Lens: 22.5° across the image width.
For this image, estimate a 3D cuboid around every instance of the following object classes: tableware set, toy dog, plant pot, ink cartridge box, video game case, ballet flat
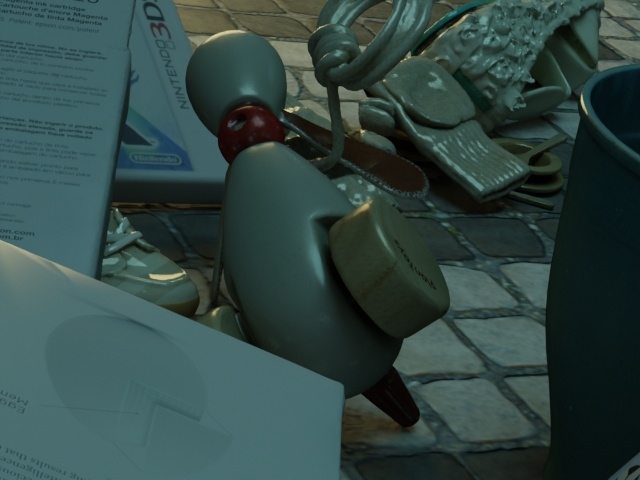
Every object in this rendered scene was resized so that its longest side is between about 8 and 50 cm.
[{"bbox_3d":[0.133,-0.091,1.483,0.194,0.039,0.128,15,24,4],"label":"tableware set"},{"bbox_3d":[0.000,0.000,1.062,0.220,0.161,0.334,-16,46,28],"label":"toy dog"},{"bbox_3d":[0.252,0.064,0.947,0.271,0.255,0.271,10,24,-5],"label":"plant pot"},{"bbox_3d":[-0.296,-0.071,1.072,0.324,0.071,0.330,7,40,-5],"label":"ink cartridge box"},{"bbox_3d":[-0.250,-0.154,1.275,0.329,0.036,0.300,0,51,-31],"label":"video game case"},{"bbox_3d":[0.218,-0.198,1.694,0.147,0.147,0.409,23,29,21],"label":"ballet flat"}]

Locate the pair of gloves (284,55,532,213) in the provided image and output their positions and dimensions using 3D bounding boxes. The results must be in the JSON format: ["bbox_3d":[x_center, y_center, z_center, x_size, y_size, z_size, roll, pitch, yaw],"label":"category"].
[{"bbox_3d":[0.045,-0.098,1.393,0.240,0.042,0.204,-14,49,-33],"label":"pair of gloves"}]

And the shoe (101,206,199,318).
[{"bbox_3d":[-0.181,-0.002,1.105,0.219,0.058,0.076,21,25,16],"label":"shoe"}]

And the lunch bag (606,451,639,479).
[{"bbox_3d":[0.150,0.184,0.671,0.115,0.243,0.303,46,21,-4],"label":"lunch bag"}]

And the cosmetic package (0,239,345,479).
[{"bbox_3d":[-0.116,0.130,0.715,0.224,0.138,0.225,24,22,-8],"label":"cosmetic package"}]
